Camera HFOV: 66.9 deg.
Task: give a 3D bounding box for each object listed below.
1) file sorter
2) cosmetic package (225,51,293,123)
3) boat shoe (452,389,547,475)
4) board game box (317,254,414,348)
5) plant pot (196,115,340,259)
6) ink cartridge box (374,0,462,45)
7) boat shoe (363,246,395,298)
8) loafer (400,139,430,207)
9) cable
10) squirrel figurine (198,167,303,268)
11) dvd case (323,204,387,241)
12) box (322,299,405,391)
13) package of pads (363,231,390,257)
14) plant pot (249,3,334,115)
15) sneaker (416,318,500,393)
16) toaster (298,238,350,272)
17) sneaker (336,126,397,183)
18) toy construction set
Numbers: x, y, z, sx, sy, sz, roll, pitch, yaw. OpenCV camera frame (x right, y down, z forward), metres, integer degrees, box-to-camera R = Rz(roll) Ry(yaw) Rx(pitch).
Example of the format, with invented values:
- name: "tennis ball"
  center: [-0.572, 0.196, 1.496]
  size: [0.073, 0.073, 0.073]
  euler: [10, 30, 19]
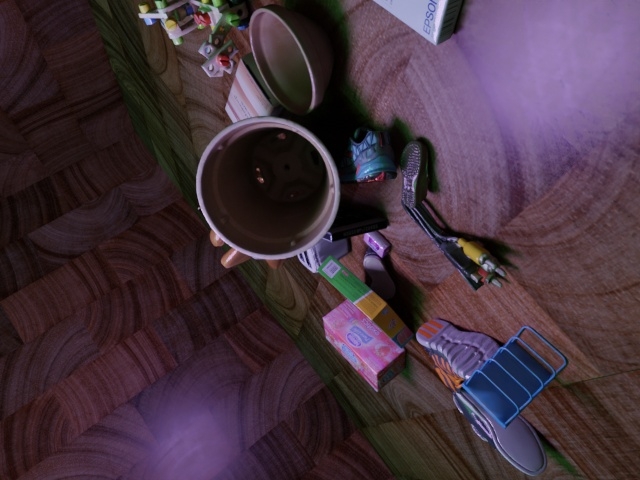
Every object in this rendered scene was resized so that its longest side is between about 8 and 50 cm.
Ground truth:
- name: "file sorter"
  center: [0.409, 0.279, 1.016]
  size: [0.118, 0.170, 0.104]
  euler: [45, 154, 26]
- name: "cosmetic package"
  center: [-0.153, -0.386, 1.316]
  size: [0.153, 0.129, 0.296]
  euler: [55, 160, -2]
- name: "boat shoe"
  center: [0.471, 0.491, 1.298]
  size: [0.302, 0.114, 0.091]
  euler: [56, 163, 37]
- name: "board game box"
  center: [0.144, 0.193, 1.477]
  size: [0.242, 0.064, 0.316]
  euler: [41, 176, 36]
- name: "plant pot"
  center: [-0.105, -0.161, 1.243]
  size: [0.334, 0.333, 0.305]
  euler: [61, -166, -14]
- name: "ink cartridge box"
  center: [0.129, -0.443, 0.712]
  size: [0.224, 0.045, 0.223]
  euler: [47, 158, 23]
- name: "boat shoe"
  center: [0.178, 0.097, 1.442]
  size: [0.075, 0.065, 0.206]
  euler: [-8, 135, 19]
- name: "loafer"
  center: [0.200, -0.141, 1.015]
  size: [0.056, 0.050, 0.148]
  euler: [33, 135, 39]
- name: "cable"
  center: [0.290, 0.001, 1.062]
  size: [0.287, 0.072, 0.139]
  euler: [55, -179, 38]
- name: "squirrel figurine"
  center: [-0.236, -0.146, 1.645]
  size: [0.397, 0.281, 0.370]
  euler: [-52, 60, 28]
- name: "dvd case"
  center: [0.040, -0.053, 1.328]
  size: [0.238, 0.179, 0.030]
  euler: [25, 124, 54]
- name: "box"
  center: [0.157, 0.375, 1.768]
  size: [0.300, 0.142, 0.154]
  euler: [42, 155, 34]
- name: "package of pads"
  center: [0.157, 0.004, 1.356]
  size: [0.083, 0.032, 0.050]
  euler: [46, 159, 24]
- name: "plant pot"
  center: [-0.047, -0.409, 1.070]
  size: [0.237, 0.109, 0.237]
  euler: [46, 159, 24]
- name: "sneaker"
  center: [0.386, 0.326, 1.240]
  size: [0.180, 0.124, 0.321]
  euler: [59, 171, -20]
- name: "toaster"
  center: [0.000, 0.000, 1.541]
  size: [0.129, 0.146, 0.227]
  euler: [39, 154, 40]
- name: "sneaker"
  center: [0.106, -0.196, 1.116]
  size: [0.262, 0.104, 0.125]
  euler: [-169, 76, -72]
- name: "toy construction set"
  center: [-0.310, -0.569, 1.264]
  size: [0.328, 0.215, 0.151]
  euler: [45, 158, 27]
